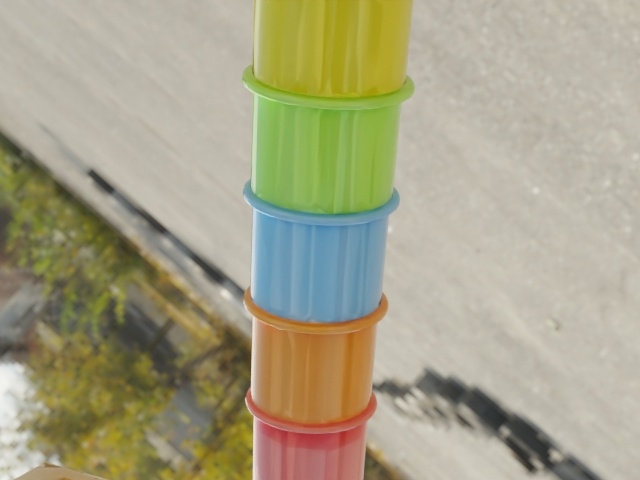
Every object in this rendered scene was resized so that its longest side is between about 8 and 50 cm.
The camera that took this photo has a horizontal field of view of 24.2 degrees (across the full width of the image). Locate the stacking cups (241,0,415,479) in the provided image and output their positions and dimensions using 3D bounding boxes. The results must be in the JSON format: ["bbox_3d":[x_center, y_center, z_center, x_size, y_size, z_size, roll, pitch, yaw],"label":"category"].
[{"bbox_3d":[0.000,0.000,0.811,0.096,0.096,0.316,33,128,48],"label":"stacking cups"}]

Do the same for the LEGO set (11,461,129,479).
[{"bbox_3d":[-0.024,0.199,0.408,0.132,0.107,0.287,-33,69,56],"label":"LEGO set"}]
